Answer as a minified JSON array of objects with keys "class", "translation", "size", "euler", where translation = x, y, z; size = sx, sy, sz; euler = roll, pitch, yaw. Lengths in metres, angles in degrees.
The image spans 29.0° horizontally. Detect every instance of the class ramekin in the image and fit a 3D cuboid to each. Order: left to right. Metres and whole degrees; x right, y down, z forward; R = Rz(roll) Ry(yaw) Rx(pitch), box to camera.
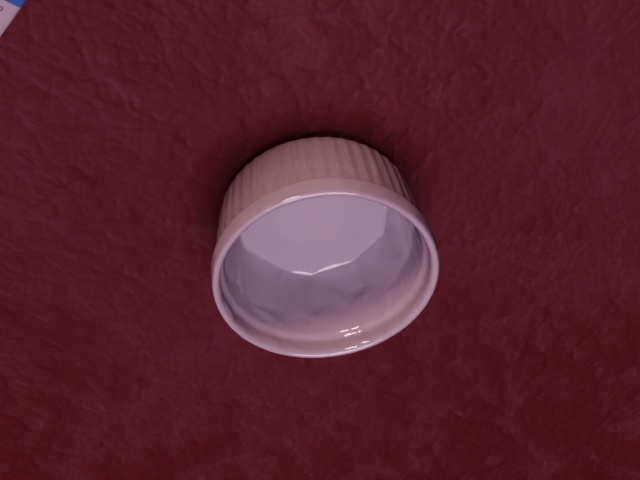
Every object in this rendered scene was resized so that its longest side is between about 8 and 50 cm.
[{"class":"ramekin","translation":[0.000,0.000,1.142],"size":[0.207,0.109,0.207],"euler":[-4,133,-5]}]

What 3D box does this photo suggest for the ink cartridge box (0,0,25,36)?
[{"class":"ink cartridge box","translation":[-0.316,-0.192,0.939],"size":[0.148,0.086,0.203],"euler":[27,122,-28]}]
